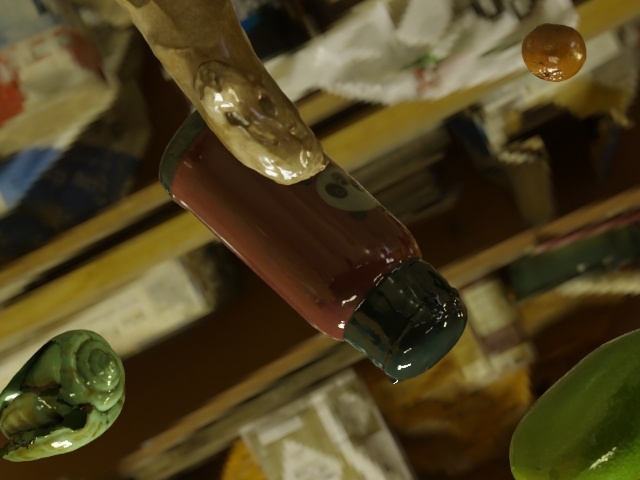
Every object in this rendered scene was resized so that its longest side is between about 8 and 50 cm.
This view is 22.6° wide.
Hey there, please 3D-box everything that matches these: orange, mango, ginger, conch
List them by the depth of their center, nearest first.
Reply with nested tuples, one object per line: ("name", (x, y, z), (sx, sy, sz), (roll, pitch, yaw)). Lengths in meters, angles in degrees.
("ginger", (-0.087, -0.153, 0.929), (0.086, 0.295, 0.131), (-29, 163, -2))
("conch", (-0.213, 0.133, 1.239), (0.170, 0.079, 0.106), (-36, -166, 41))
("orange", (0.296, -0.237, 2.025), (0.083, 0.070, 0.083), (10, 167, 2))
("mango", (0.393, 0.234, 2.145), (0.343, 0.156, 0.192), (-48, -154, 29))

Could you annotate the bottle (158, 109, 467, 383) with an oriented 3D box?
("bottle", (0.000, 0.000, 1.584), (0.144, 0.336, 0.144), (-42, 163, -16))
